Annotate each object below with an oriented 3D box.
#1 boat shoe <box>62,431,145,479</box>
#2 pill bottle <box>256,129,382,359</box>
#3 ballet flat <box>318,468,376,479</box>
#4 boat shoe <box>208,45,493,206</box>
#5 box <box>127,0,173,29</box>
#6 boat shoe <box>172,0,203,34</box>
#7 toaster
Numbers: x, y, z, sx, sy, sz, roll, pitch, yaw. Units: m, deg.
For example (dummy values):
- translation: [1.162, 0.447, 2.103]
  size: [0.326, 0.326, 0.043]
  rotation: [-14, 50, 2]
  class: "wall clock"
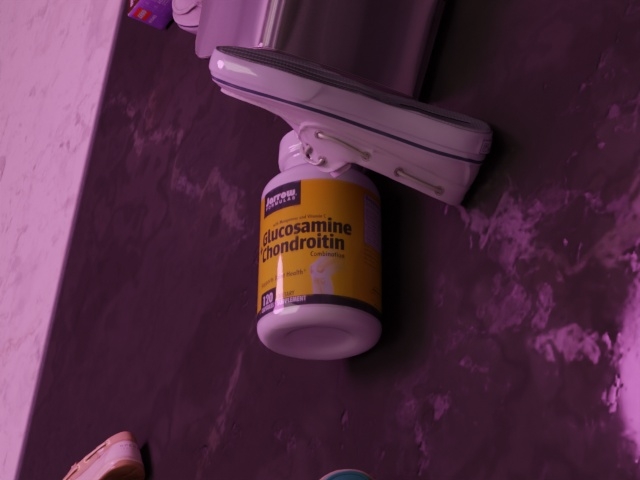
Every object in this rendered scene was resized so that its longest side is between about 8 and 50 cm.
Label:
- translation: [-0.247, 0.265, 1.371]
  size: [0.170, 0.063, 0.059]
  rotation: [-39, 41, 30]
  class: "boat shoe"
- translation: [0.000, 0.000, 1.056]
  size: [0.103, 0.103, 0.184]
  rotation: [-32, 49, 48]
  class: "pill bottle"
- translation: [0.041, 0.279, 0.887]
  size: [0.086, 0.086, 0.248]
  rotation: [-50, 36, 33]
  class: "ballet flat"
- translation: [0.016, -0.084, 0.969]
  size: [0.083, 0.226, 0.076]
  rotation: [-65, -7, -73]
  class: "boat shoe"
- translation: [-0.175, -0.445, 1.615]
  size: [0.201, 0.057, 0.293]
  rotation: [-39, 44, 42]
  class: "box"
- translation: [-0.111, -0.304, 1.408]
  size: [0.267, 0.088, 0.096]
  rotation: [-9, 67, 56]
  class: "boat shoe"
- translation: [0.004, -0.189, 1.090]
  size: [0.186, 0.168, 0.110]
  rotation: [6, 83, 60]
  class: "toaster"
